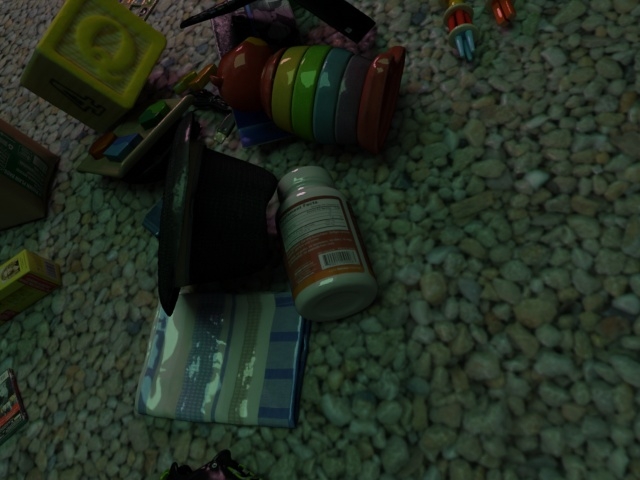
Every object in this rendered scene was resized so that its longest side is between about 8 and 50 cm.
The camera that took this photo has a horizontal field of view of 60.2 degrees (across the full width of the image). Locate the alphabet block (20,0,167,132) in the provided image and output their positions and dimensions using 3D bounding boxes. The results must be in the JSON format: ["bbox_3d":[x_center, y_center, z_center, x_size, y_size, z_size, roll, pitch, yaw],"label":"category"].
[{"bbox_3d":[-0.462,-0.364,1.126,0.197,0.193,0.193,-10,55,52],"label":"alphabet block"}]

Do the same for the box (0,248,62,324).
[{"bbox_3d":[-0.624,0.112,1.069,0.232,0.087,0.058,-33,59,5],"label":"box"}]

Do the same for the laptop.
[{"bbox_3d":[-0.062,-0.377,0.958,0.264,0.137,0.234,-16,23,21],"label":"laptop"}]

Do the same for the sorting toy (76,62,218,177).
[{"bbox_3d":[-0.344,-0.247,1.095,0.229,0.041,0.307,9,56,47],"label":"sorting toy"}]

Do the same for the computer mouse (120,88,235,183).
[{"bbox_3d":[-0.254,-0.184,1.066,0.184,0.060,0.262,18,62,35],"label":"computer mouse"}]

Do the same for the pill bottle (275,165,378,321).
[{"bbox_3d":[0.000,0.000,0.818,0.121,0.121,0.216,-24,57,12],"label":"pill bottle"}]

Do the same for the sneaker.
[{"bbox_3d":[-0.122,0.327,0.732,0.234,0.084,0.097,-11,60,20],"label":"sneaker"}]

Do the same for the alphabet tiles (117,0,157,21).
[{"bbox_3d":[-0.503,-0.624,1.426,0.237,0.009,0.198,17,74,30],"label":"alphabet tiles"}]

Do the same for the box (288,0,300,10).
[{"bbox_3d":[-0.090,-0.533,1.144,0.101,0.087,0.102,-22,58,14],"label":"box"}]

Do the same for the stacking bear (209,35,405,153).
[{"bbox_3d":[-0.029,-0.246,0.887,0.288,0.164,0.175,14,27,11],"label":"stacking bear"}]

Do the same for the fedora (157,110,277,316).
[{"bbox_3d":[-0.149,-0.031,0.830,0.152,0.334,0.334,7,64,-10],"label":"fedora"}]

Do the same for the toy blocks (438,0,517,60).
[{"bbox_3d":[0.269,-0.372,0.921,0.123,0.054,0.148,-14,60,18],"label":"toy blocks"}]

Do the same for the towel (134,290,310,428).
[{"bbox_3d":[-0.154,0.174,0.854,0.284,0.034,0.209,-2,65,23],"label":"towel"}]

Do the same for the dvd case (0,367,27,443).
[{"bbox_3d":[-0.577,0.303,0.994,0.087,0.013,0.119,-42,57,0],"label":"dvd case"}]

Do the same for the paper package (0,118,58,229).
[{"bbox_3d":[-0.778,-0.155,1.126,0.309,0.325,0.168,-12,61,20],"label":"paper package"}]

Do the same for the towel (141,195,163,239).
[{"bbox_3d":[-0.277,-0.059,1.029,0.067,0.029,0.119,35,83,33],"label":"towel"}]

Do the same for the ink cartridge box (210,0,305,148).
[{"bbox_3d":[-0.104,-0.330,1.040,0.165,0.065,0.333,-16,59,-4],"label":"ink cartridge box"}]
